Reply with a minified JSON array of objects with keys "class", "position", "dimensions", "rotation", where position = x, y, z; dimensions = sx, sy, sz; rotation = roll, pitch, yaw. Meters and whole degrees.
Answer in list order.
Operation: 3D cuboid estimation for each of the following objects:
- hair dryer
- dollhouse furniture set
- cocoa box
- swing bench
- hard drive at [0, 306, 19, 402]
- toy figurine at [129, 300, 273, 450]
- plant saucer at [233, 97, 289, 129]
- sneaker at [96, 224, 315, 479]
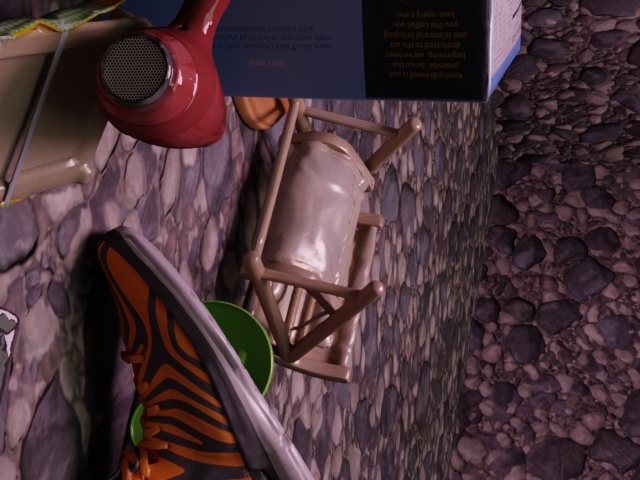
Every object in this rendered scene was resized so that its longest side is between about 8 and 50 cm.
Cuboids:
[{"class":"hair dryer","position":[-0.076,-0.163,0.755],"dimensions":[0.223,0.080,0.293],"rotation":[-47,165,-39]},{"class":"dollhouse furniture set","position":[-0.218,-0.177,0.724],"dimensions":[0.301,0.151,0.197],"rotation":[-62,166,24]},{"class":"cocoa box","position":[-0.003,-0.256,0.928],"dimensions":[0.231,0.347,0.227],"rotation":[-51,142,-63]},{"class":"swing bench","position":[0.000,0.000,1.288],"dimensions":[0.254,0.165,0.253],"rotation":[106,-2,-58]},{"class":"hard drive","position":[-0.281,0.156,0.461],"dimensions":[0.237,0.064,0.338],"rotation":[32,59,-46]},{"class":"toy figurine","position":[-0.114,0.164,1.091],"dimensions":[0.173,0.130,0.159],"rotation":[-58,165,-14]},{"class":"plant saucer","position":[-0.061,-0.234,1.275],"dimensions":[0.200,0.037,0.199],"rotation":[4,90,-74]},{"class":"sneaker","position":[-0.146,0.155,0.927],"dimensions":[0.321,0.180,0.124],"rotation":[58,-8,-5]}]
